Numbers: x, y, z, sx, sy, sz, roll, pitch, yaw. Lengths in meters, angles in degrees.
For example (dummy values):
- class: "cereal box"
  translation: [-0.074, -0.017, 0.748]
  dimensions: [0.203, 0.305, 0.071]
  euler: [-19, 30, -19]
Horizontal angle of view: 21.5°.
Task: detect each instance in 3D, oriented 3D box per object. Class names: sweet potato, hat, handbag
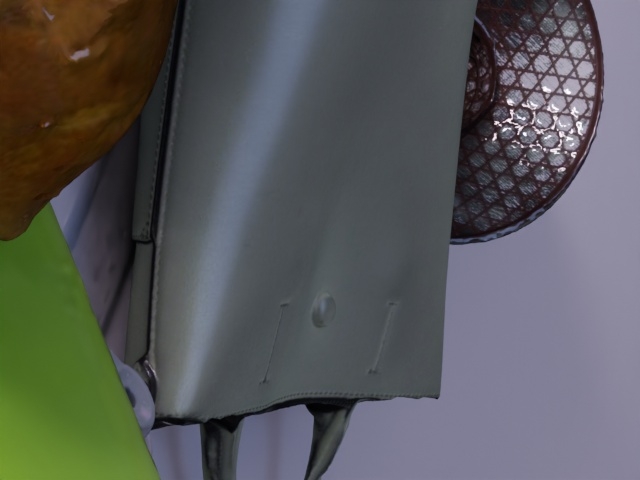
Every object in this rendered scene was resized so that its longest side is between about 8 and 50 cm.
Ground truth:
- class: "sweet potato"
  translation: [-0.060, -0.142, 0.306]
  dimensions: [0.097, 0.097, 0.291]
  euler: [-33, 136, -59]
- class: "hat"
  translation: [0.056, -0.093, 0.933]
  dimensions: [0.193, 0.082, 0.193]
  euler: [0, 91, -25]
- class: "handbag"
  translation: [0.000, 0.000, 0.775]
  dimensions: [0.241, 0.109, 0.315]
  euler: [3, 87, -57]

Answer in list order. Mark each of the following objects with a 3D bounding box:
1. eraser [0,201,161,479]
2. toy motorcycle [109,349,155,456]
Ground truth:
- class: "eraser"
  translation: [-0.153, 0.013, 0.349]
  dimensions: [0.210, 0.092, 0.274]
  euler: [-27, 98, -48]
- class: "toy motorcycle"
  translation: [-0.142, 0.021, 0.519]
  dimensions: [0.254, 0.112, 0.112]
  euler: [36, 56, -51]
